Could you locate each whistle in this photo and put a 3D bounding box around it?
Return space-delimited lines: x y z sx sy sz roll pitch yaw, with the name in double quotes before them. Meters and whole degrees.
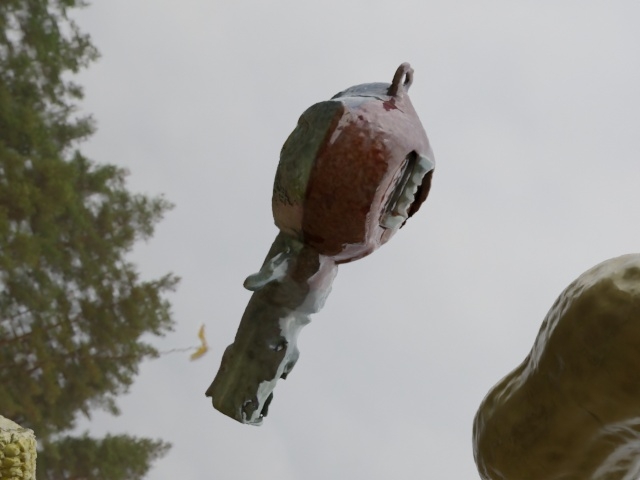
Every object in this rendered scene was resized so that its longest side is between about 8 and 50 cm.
"whistle" 0.001 0.000 0.738 0.134 0.346 0.142 26 3 6

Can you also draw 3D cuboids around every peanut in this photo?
"peanut" 0.173 0.095 0.521 0.123 0.124 0.256 54 -34 21

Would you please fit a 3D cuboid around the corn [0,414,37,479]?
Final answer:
"corn" -0.215 0.185 0.499 0.085 0.063 0.165 16 -88 43
